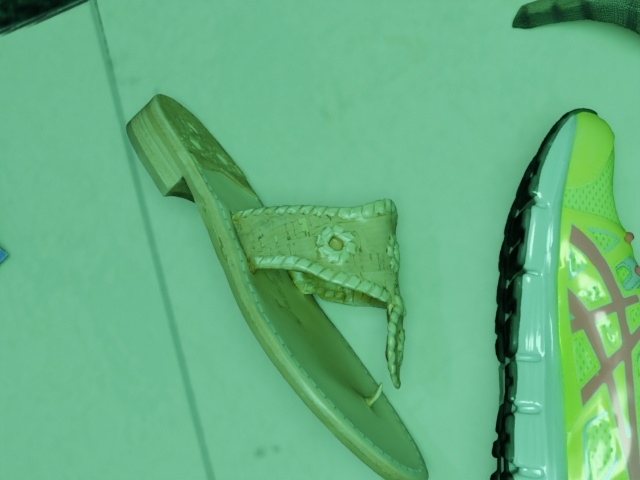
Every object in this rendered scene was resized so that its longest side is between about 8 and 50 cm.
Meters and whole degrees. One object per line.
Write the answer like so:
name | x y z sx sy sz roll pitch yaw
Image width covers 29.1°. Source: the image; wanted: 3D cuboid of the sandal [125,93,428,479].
sandal | -0.003 -0.001 0.582 0.079 0.088 0.240 -44 64 12

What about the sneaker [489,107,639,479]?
sneaker | 0.125 0.045 0.541 0.094 0.081 0.208 3 80 3

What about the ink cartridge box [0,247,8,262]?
ink cartridge box | -0.341 -0.045 0.662 0.186 0.065 0.311 -43 107 7

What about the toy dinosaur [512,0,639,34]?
toy dinosaur | 0.222 -0.095 0.540 0.268 0.064 0.118 32 97 25
